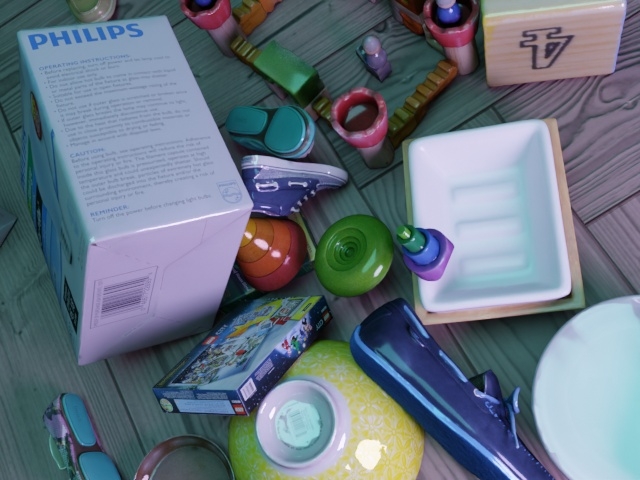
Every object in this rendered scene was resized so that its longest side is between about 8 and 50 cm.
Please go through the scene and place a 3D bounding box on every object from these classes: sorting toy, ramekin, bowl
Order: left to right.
[{"bbox_3d":[-0.011,0.263,1.177,0.289,0.156,0.289,-6,68,15],"label":"bowl"},{"bbox_3d":[0.000,0.000,1.194,0.365,0.126,0.127,1,67,35],"label":"sorting toy"},{"bbox_3d":[0.412,0.213,1.080,0.272,0.127,0.273,-6,69,16],"label":"ramekin"}]

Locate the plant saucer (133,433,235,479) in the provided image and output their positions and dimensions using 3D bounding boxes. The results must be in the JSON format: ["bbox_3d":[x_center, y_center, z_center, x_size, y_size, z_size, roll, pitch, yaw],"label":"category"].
[{"bbox_3d":[-0.201,0.375,1.263,0.168,0.029,0.168,-6,70,16],"label":"plant saucer"}]

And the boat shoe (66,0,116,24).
[{"bbox_3d":[-0.477,-0.538,1.656,0.104,0.089,0.285,-26,65,6],"label":"boat shoe"}]

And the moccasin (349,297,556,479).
[{"bbox_3d":[0.194,0.209,1.110,0.342,0.138,0.117,45,70,2],"label":"moccasin"}]

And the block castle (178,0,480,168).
[{"bbox_3d":[0.016,-0.361,1.370,0.303,0.213,0.453,-47,64,-4],"label":"block castle"}]

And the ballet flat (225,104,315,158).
[{"bbox_3d":[-0.059,-0.171,1.355,0.247,0.087,0.083,21,89,53],"label":"ballet flat"}]

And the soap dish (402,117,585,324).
[{"bbox_3d":[0.244,-0.022,1.225,0.229,0.118,0.291,-8,68,14],"label":"soap dish"}]

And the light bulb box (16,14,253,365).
[{"bbox_3d":[-0.292,-0.071,1.252,0.225,0.358,0.361,-13,61,-26],"label":"light bulb box"}]

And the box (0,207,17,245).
[{"bbox_3d":[-0.712,-0.083,1.516,0.290,0.169,0.087,22,78,24],"label":"box"}]

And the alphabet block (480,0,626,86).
[{"bbox_3d":[0.341,-0.365,1.277,0.197,0.193,0.192,-3,68,12],"label":"alphabet block"}]

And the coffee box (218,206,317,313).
[{"bbox_3d":[-0.096,0.027,1.354,0.184,0.040,0.113,-26,64,6],"label":"coffee box"}]

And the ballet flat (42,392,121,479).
[{"bbox_3d":[-0.373,0.340,1.313,0.079,0.077,0.221,-47,58,17],"label":"ballet flat"}]

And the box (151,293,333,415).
[{"bbox_3d":[-0.106,0.159,1.205,0.159,0.044,0.233,-7,24,37],"label":"box"}]

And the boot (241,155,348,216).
[{"bbox_3d":[-0.040,-0.076,1.321,0.069,0.190,0.086,-9,78,57],"label":"boot"}]
